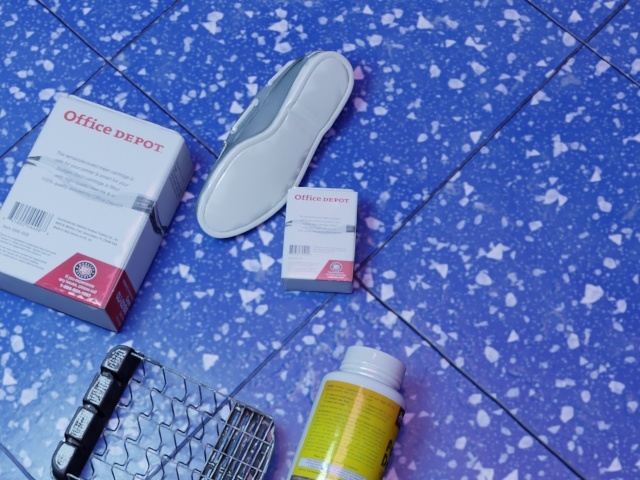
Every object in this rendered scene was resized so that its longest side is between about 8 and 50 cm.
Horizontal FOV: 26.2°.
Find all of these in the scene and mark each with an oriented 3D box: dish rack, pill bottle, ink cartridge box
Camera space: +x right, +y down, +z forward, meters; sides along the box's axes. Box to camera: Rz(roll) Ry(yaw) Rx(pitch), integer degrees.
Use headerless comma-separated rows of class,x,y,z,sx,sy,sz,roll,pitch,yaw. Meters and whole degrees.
dish rack,-0.202,0.269,1.804,0.272,0.074,0.208,23,72,9
pill bottle,0.039,0.249,1.774,0.117,0.117,0.215,17,70,9
ink cartridge box,-0.320,-0.039,1.906,0.197,0.114,0.273,20,71,11
ink cartridge box,0.000,0.000,1.908,0.099,0.056,0.135,3,69,3

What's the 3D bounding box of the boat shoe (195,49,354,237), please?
boat shoe,-0.076,-0.139,1.964,0.319,0.116,0.099,-54,32,-10
